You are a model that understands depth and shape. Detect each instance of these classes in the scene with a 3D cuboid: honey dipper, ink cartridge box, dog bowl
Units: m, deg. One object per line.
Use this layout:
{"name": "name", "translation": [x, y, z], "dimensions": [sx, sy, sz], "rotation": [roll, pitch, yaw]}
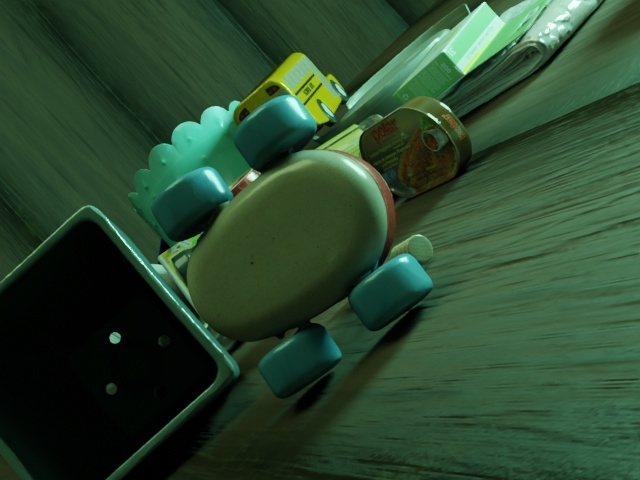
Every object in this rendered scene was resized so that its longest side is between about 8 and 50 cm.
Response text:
{"name": "honey dipper", "translation": [0.064, 0.030, 1.197], "dimensions": [0.030, 0.030, 0.161], "rotation": [-47, 6, -29]}
{"name": "ink cartridge box", "translation": [0.223, -0.288, 1.672], "dimensions": [0.235, 0.056, 0.171], "rotation": [-38, 9, 46]}
{"name": "dog bowl", "translation": [0.148, -0.253, 2.001], "dimensions": [0.349, 0.102, 0.349], "rotation": [-40, 9, 8]}

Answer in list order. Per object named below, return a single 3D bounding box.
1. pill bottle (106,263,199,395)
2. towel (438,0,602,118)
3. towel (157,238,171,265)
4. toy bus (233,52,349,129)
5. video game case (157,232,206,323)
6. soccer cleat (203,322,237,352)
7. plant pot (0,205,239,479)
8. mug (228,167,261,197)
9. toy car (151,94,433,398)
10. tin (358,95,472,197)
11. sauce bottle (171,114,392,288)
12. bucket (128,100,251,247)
{"name": "pill bottle", "translation": [-0.290, 0.158, 1.713], "dimensions": [0.161, 0.161, 0.283], "rotation": [-37, 9, 30]}
{"name": "towel", "translation": [0.311, -0.313, 1.733], "dimensions": [0.332, 0.053, 0.317], "rotation": [-48, 10, -32]}
{"name": "towel", "translation": [-0.229, -0.033, 2.402], "dimensions": [0.308, 0.076, 0.227], "rotation": [-48, -21, -38]}
{"name": "toy bus", "translation": [-0.045, -0.229, 1.966], "dimensions": [0.108, 0.130, 0.332], "rotation": [-40, 9, 18]}
{"name": "video game case", "translation": [-0.114, 0.017, 1.687], "dimensions": [0.206, 0.026, 0.227], "rotation": [-35, 33, -8]}
{"name": "soccer cleat", "translation": [-0.093, 0.080, 1.545], "dimensions": [0.196, 0.068, 0.076], "rotation": [-45, 5, 0]}
{"name": "plant pot", "translation": [-0.244, 0.142, 1.344], "dimensions": [0.248, 0.247, 0.252], "rotation": [-42, -8, 0]}
{"name": "mug", "translation": [-0.051, -0.004, 1.406], "dimensions": [0.113, 0.169, 0.150], "rotation": [-37, 10, 33]}
{"name": "toy car", "translation": [0.000, 0.000, 1.129], "dimensions": [0.210, 0.219, 0.238], "rotation": [-39, -9, 19]}
{"name": "tin", "translation": [0.114, -0.114, 1.425], "dimensions": [0.040, 0.106, 0.190], "rotation": [-46, 10, -25]}
{"name": "sauce bottle", "translation": [-0.041, -0.040, 1.580], "dimensions": [0.344, 0.111, 0.111], "rotation": [-32, 8, -2]}
{"name": "bucket", "translation": [-0.166, -0.078, 1.993], "dimensions": [0.281, 0.183, 0.281], "rotation": [-35, -18, -13]}
